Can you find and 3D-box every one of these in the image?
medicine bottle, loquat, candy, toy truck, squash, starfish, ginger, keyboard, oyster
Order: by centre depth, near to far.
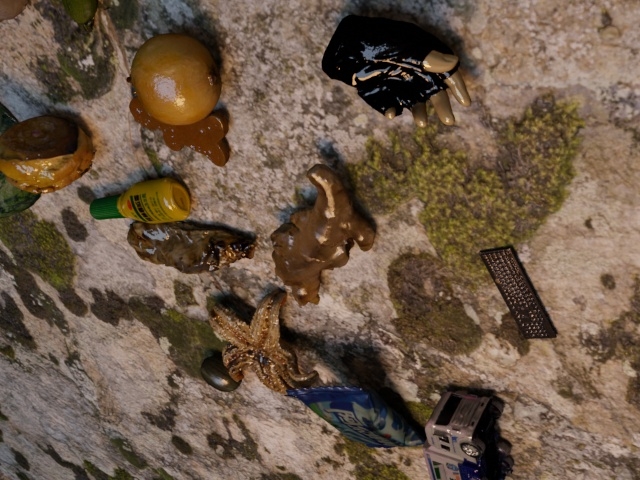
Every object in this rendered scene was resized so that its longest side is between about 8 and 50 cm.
[{"bbox_3d":[-0.395,-0.468,1.188,0.071,0.080,0.318,-8,134,-9],"label":"squash"},{"bbox_3d":[-0.235,-0.263,1.217,0.163,0.137,0.163,11,145,8],"label":"loquat"},{"bbox_3d":[0.335,0.092,1.260,0.064,0.010,0.198,-12,120,42],"label":"keyboard"},{"bbox_3d":[-0.001,0.001,1.351,0.166,0.080,0.333,24,132,-9],"label":"ginger"},{"bbox_3d":[0.286,0.421,1.503,0.156,0.124,0.267,9,133,33],"label":"toy truck"},{"bbox_3d":[-0.376,-0.075,1.531,0.261,0.064,0.094,-4,125,36],"label":"medicine bottle"},{"bbox_3d":[-0.278,0.011,1.546,0.345,0.078,0.128,5,121,33],"label":"oyster"},{"bbox_3d":[0.092,0.370,1.562,0.187,0.077,0.331,-11,140,32],"label":"candy"},{"bbox_3d":[-0.113,0.245,1.619,0.312,0.113,0.303,3,126,43],"label":"starfish"}]

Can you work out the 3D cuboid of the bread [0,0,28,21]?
[{"bbox_3d":[-0.621,-0.508,1.220,0.102,0.183,0.337,9,131,37],"label":"bread"}]

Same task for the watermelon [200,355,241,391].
[{"bbox_3d":[-0.239,0.318,1.784,0.111,0.078,0.078,28,137,11],"label":"watermelon"}]

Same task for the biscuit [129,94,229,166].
[{"bbox_3d":[-0.254,-0.215,1.348,0.205,0.031,0.138,20,141,14],"label":"biscuit"}]

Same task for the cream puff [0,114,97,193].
[{"bbox_3d":[-0.542,-0.166,1.484,0.189,0.189,0.129,19,140,18],"label":"cream puff"}]

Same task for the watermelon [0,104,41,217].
[{"bbox_3d":[-0.730,-0.162,1.638,0.180,0.224,0.305,-124,11,-55],"label":"watermelon"}]

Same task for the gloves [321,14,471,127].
[{"bbox_3d":[0.114,-0.234,1.037,0.204,0.124,0.164,20,162,-13],"label":"gloves"}]
